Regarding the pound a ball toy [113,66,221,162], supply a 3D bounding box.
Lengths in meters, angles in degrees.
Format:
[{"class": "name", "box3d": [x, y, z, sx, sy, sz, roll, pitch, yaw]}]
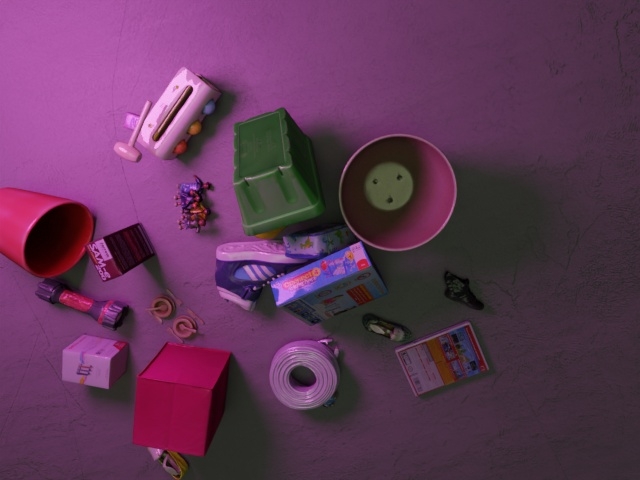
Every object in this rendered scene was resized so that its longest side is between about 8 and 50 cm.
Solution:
[{"class": "pound a ball toy", "box3d": [-0.452, -0.360, 1.278, 0.136, 0.208, 0.319, 39, 101, -6]}]

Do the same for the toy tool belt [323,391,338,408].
[{"class": "toy tool belt", "box3d": [0.032, 0.599, 1.558, 0.052, 0.051, 0.083, 37, 102, -6]}]

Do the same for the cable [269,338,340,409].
[{"class": "cable", "box3d": [-0.057, 0.489, 1.511, 0.257, 0.089, 0.257, -2, 100, 4]}]

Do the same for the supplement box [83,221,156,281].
[{"class": "supplement box", "box3d": [-0.644, 0.032, 1.360, 0.073, 0.239, 0.130, -21, 101, 7]}]

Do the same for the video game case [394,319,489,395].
[{"class": "video game case", "box3d": [0.440, 0.431, 1.513, 0.285, 0.025, 0.204, -23, 101, 8]}]

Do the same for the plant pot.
[{"class": "plant pot", "box3d": [-0.941, -0.044, 1.358, 0.243, 0.275, 0.275, 22, 103, 9]}]

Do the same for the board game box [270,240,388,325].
[{"class": "board game box", "box3d": [0.042, 0.152, 1.332, 0.302, 0.308, 0.086, -24, 63, 7]}]

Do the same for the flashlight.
[{"class": "flashlight", "box3d": [-0.850, 0.221, 1.485, 0.304, 0.103, 0.103, 23, 104, -4]}]

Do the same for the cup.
[{"class": "cup", "box3d": [0.222, -0.154, 1.279, 0.331, 0.237, 0.331, 1, 103, 3]}]

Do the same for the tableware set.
[{"class": "tableware set", "box3d": [-0.539, 0.282, 1.517, 0.128, 0.039, 0.194, -43, 98, 11]}]

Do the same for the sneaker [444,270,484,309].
[{"class": "sneaker", "box3d": [0.498, 0.173, 1.437, 0.170, 0.051, 0.089, 21, 108, 1]}]

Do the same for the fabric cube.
[{"class": "fabric cube", "box3d": [-0.479, 0.545, 1.466, 0.259, 0.254, 0.258, 9, 104, 1]}]

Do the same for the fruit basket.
[{"class": "fruit basket", "box3d": [-0.134, -0.154, 1.278, 0.283, 0.392, 0.392, -17, 102, 7]}]

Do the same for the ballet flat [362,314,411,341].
[{"class": "ballet flat", "box3d": [0.236, 0.323, 1.478, 0.188, 0.070, 0.070, 19, 103, -2]}]

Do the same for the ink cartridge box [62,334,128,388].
[{"class": "ink cartridge box", "box3d": [-0.820, 0.440, 1.521, 0.176, 0.128, 0.127, 11, 104, 1]}]

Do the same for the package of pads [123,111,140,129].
[{"class": "package of pads", "box3d": [-0.598, -0.384, 1.369, 0.083, 0.032, 0.050, 19, 106, -2]}]

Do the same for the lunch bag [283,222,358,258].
[{"class": "lunch bag", "box3d": [0.000, 0.000, 1.325, 0.176, 0.219, 0.090, 1, 102, 41]}]

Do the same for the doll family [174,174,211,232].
[{"class": "doll family", "box3d": [-0.421, -0.123, 1.401, 0.111, 0.076, 0.193, -6, 100, 9]}]

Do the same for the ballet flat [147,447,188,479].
[{"class": "ballet flat", "box3d": [-0.609, 0.842, 1.631, 0.077, 0.077, 0.231, -38, 99, 11]}]

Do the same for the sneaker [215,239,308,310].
[{"class": "sneaker", "box3d": [-0.198, 0.130, 1.433, 0.323, 0.130, 0.236, 0, 113, -2]}]
